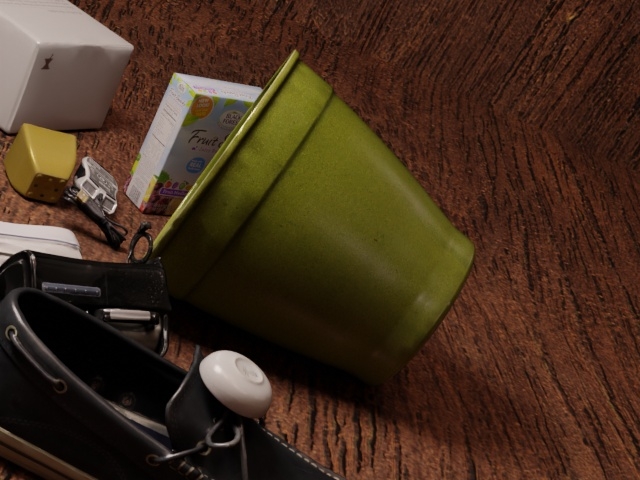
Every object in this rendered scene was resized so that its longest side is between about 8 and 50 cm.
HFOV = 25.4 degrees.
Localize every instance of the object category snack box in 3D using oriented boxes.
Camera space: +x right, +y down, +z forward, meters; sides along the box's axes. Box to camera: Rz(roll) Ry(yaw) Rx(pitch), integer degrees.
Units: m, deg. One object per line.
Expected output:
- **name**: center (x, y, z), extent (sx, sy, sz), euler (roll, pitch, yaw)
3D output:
- **snack box**: center (-0.177, -0.137, 2.127), extent (0.174, 0.207, 0.070), euler (3, 30, -45)

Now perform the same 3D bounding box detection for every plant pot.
- **plant pot**: center (0.000, 0.000, 1.870), extent (0.353, 0.366, 0.366), euler (36, 19, -7)
- **plant pot**: center (-0.387, -0.099, 1.980), extent (0.081, 0.081, 0.083), euler (13, 38, -31)

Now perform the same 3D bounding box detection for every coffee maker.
- **coffee maker**: center (-0.275, 0.062, 1.618), extent (0.178, 0.120, 0.171), euler (9, 46, -35)

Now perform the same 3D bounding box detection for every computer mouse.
- **computer mouse**: center (-0.319, -0.060, 1.998), extent (0.106, 0.042, 0.193), euler (42, 11, -21)

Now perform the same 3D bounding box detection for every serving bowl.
- **serving bowl**: center (-0.079, 0.138, 1.417), extent (0.083, 0.027, 0.083), euler (35, 21, -15)

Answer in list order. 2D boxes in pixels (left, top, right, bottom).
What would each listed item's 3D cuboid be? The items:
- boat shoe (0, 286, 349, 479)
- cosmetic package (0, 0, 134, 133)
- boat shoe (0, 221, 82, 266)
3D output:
- **boat shoe**: center (-0.134, 0.200, 1.439), extent (0.500, 0.156, 0.187), euler (26, 19, -3)
- **cosmetic package**: center (-0.550, -0.353, 2.277), extent (0.453, 0.161, 0.230), euler (35, 22, 24)
- **boat shoe**: center (-0.385, 0.030, 1.643), extent (0.258, 0.095, 0.084), euler (-2, 53, -37)
